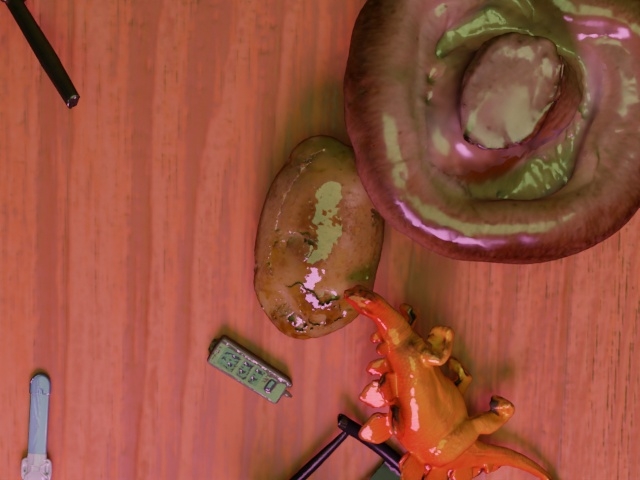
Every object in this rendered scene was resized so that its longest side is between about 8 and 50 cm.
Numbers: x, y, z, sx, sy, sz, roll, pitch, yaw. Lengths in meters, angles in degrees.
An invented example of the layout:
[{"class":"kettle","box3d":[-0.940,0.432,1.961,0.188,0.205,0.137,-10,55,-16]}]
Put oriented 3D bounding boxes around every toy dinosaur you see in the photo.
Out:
[{"class":"toy dinosaur","box3d":[0.096,0.153,1.244,0.117,0.070,0.288,-45,113,-15]}]

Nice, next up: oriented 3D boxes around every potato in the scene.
[{"class":"potato","box3d":[0.000,0.000,1.232,0.107,0.080,0.171,13,97,-18]}]

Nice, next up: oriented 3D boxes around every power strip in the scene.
[{"class":"power strip","box3d":[-0.059,0.111,1.277,0.083,0.017,0.027,32,98,-3]}]

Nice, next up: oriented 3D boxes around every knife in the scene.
[{"class":"knife","box3d":[-0.242,0.161,1.286,0.027,0.010,0.096,4,96,-1]}]

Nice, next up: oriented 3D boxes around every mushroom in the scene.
[{"class":"mushroom","box3d":[0.151,-0.112,1.185,0.278,0.146,0.278,0,86,-3]}]

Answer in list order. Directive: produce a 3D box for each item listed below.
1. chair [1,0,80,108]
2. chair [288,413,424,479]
[{"class":"chair","box3d":[-0.237,-0.265,1.145,0.188,0.166,0.272,-45,54,16]},{"class":"chair","box3d":[-0.015,0.296,1.246,0.154,0.141,0.260,43,98,-7]}]
